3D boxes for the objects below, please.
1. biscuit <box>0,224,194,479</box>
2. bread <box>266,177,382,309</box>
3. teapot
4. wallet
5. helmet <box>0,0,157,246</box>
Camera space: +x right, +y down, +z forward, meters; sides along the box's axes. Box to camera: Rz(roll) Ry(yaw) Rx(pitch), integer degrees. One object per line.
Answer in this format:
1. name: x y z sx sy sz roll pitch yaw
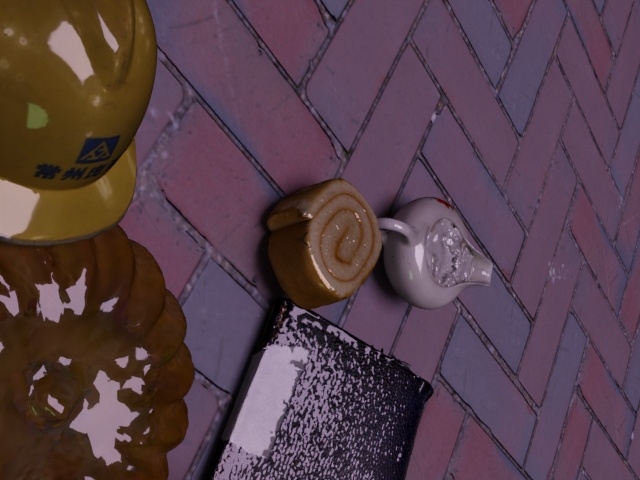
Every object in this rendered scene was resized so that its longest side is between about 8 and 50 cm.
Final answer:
1. biscuit: -0.222 0.113 0.583 0.326 0.107 0.325 6 82 -47
2. bread: 0.000 0.000 0.848 0.122 0.073 0.149 57 40 -14
3. teapot: 0.130 0.014 0.993 0.226 0.092 0.145 22 70 -45
4. wallet: 0.008 0.215 0.868 0.262 0.071 0.221 36 65 -33
5. helmet: -0.189 -0.140 0.537 0.205 0.140 0.257 -14 77 -50
